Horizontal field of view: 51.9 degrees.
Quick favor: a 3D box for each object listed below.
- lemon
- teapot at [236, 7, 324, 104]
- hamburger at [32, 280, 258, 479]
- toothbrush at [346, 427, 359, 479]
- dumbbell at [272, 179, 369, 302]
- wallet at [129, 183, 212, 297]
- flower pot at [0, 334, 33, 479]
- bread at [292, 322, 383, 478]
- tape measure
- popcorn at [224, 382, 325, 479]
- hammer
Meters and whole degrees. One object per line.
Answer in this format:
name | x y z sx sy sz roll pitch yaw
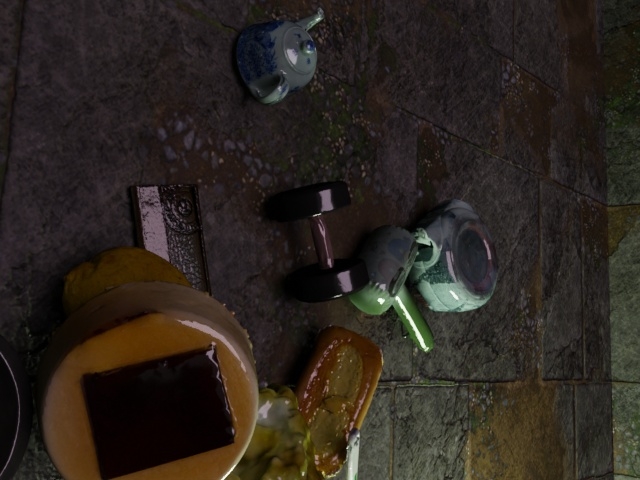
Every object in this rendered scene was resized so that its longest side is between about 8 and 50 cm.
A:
lemon | -0.279 0.098 0.980 0.207 0.170 0.170 42 56 -13
teapot | -0.069 -0.351 1.264 0.159 0.159 0.232 41 58 -35
hamburger | -0.219 0.198 0.845 0.302 0.170 0.302 -1 94 -17
toothbrush | 0.045 0.516 1.246 0.042 0.040 0.418 -40 138 -53
dumbbell | 0.000 0.000 1.291 0.152 0.152 0.218 -21 100 -45
wallet | -0.247 0.025 1.113 0.133 0.039 0.243 -6 88 -43
flower pot | -0.491 0.207 0.753 0.269 0.166 0.269 8 78 -43
bread | 0.017 0.316 1.280 0.119 0.153 0.288 87 27 -57
tape measure | 0.318 0.041 1.623 0.256 0.147 0.275 -40 110 -43
popcorn | -0.140 0.409 1.039 0.334 0.293 0.292 -19 143 -54
hammer | 0.183 0.138 1.506 0.206 0.119 0.335 -57 130 -33
